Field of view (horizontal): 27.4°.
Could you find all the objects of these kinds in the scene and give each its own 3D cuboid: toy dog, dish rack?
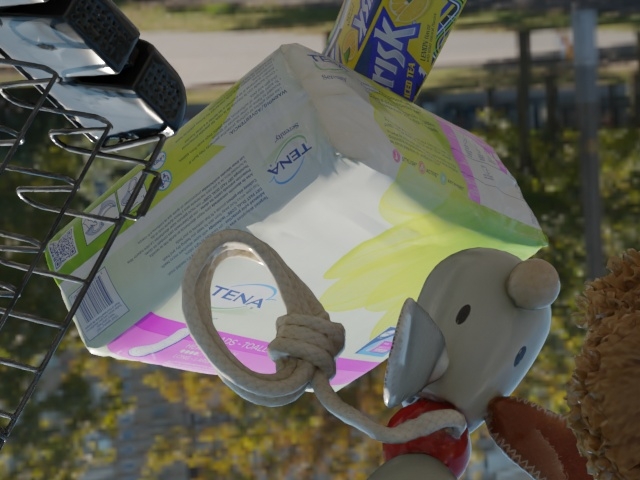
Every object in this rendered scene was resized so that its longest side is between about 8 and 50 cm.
[{"bbox_3d":[0.061,0.117,0.575,0.220,0.334,0.161,18,144,-28],"label":"toy dog"},{"bbox_3d":[-0.170,-0.015,0.527,0.074,0.272,0.208,7,154,38],"label":"dish rack"}]

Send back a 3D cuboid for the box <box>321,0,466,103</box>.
[{"bbox_3d":[0.051,-0.150,0.869,0.059,0.169,0.054,7,-136,-22],"label":"box"}]

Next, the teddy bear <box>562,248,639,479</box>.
[{"bbox_3d":[0.257,0.039,0.437,0.338,0.245,0.113,-33,149,5],"label":"teddy bear"}]

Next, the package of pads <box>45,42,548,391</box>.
[{"bbox_3d":[0.000,0.000,0.888,0.229,0.101,0.296,-38,151,23],"label":"package of pads"}]
